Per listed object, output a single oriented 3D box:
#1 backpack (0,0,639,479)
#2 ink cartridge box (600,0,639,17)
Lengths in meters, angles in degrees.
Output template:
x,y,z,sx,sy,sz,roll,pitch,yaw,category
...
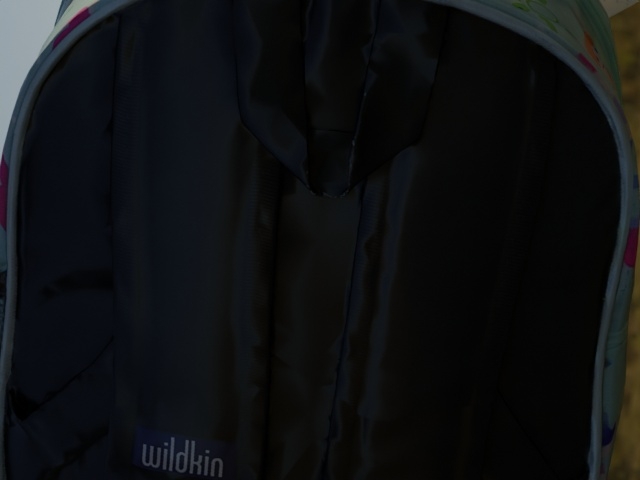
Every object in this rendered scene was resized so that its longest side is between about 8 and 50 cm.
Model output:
x,y,z,sx,sy,sz,roll,pitch,yaw,category
0.000,0.000,0.681,0.191,0.225,0.253,-82,-4,-56,backpack
0.242,-0.230,1.476,0.061,0.181,0.104,56,-164,-20,ink cartridge box
